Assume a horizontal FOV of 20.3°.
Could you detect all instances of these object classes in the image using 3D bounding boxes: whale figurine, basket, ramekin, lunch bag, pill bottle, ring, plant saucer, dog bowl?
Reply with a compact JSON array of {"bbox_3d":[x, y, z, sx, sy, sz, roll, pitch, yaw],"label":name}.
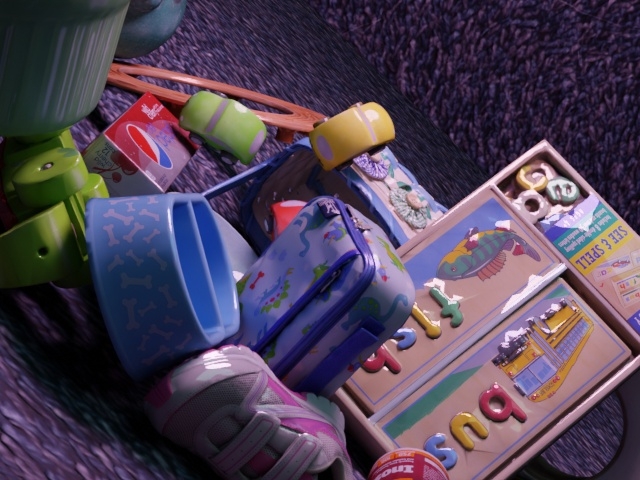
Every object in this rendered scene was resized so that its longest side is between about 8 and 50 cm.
[{"bbox_3d":[-0.283,-0.288,2.215,0.216,0.141,0.272,7,16,31],"label":"whale figurine"},{"bbox_3d":[0.000,0.000,2.081,0.255,0.201,0.289,47,49,5],"label":"basket"},{"bbox_3d":[-0.319,-0.211,1.606,0.303,0.148,0.303,12,25,-6],"label":"ramekin"},{"bbox_3d":[-0.016,0.075,1.714,0.090,0.219,0.176,35,17,-31],"label":"lunch bag"},{"bbox_3d":[0.084,0.265,1.728,0.086,0.086,0.152,43,13,-8],"label":"pill bottle"},{"bbox_3d":[-0.142,-0.170,2.197,0.337,0.032,0.336,15,8,-2],"label":"ring"},{"bbox_3d":[-0.115,0.036,1.896,0.195,0.037,0.195,43,20,-20],"label":"plant saucer"},{"bbox_3d":[-0.135,0.032,1.610,0.297,0.074,0.166,-13,88,-84],"label":"dog bowl"}]

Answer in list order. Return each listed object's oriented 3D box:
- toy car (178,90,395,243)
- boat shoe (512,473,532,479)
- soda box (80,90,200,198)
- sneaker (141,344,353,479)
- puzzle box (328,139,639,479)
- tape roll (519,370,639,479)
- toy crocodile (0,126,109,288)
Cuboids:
[{"bbox_3d":[-0.052,-0.094,1.972,0.225,0.239,0.053,30,-15,-4],"label":"toy car"},{"bbox_3d":[0.156,0.257,1.981,0.233,0.079,0.084,32,20,-32],"label":"boat shoe"},{"bbox_3d":[-0.204,-0.082,1.919,0.092,0.083,0.263,44,13,-6],"label":"soda box"},{"bbox_3d":[-0.048,0.177,1.574,0.252,0.103,0.111,26,24,-43],"label":"sneaker"},{"bbox_3d":[0.191,0.098,1.954,0.272,0.409,0.052,47,-24,13],"label":"puzzle box"},{"bbox_3d":[0.295,0.209,2.087,0.286,0.286,0.100,49,15,18],"label":"tape roll"},{"bbox_3d":[-0.256,-0.045,1.642,0.340,0.105,0.115,-111,-177,-62],"label":"toy crocodile"}]
